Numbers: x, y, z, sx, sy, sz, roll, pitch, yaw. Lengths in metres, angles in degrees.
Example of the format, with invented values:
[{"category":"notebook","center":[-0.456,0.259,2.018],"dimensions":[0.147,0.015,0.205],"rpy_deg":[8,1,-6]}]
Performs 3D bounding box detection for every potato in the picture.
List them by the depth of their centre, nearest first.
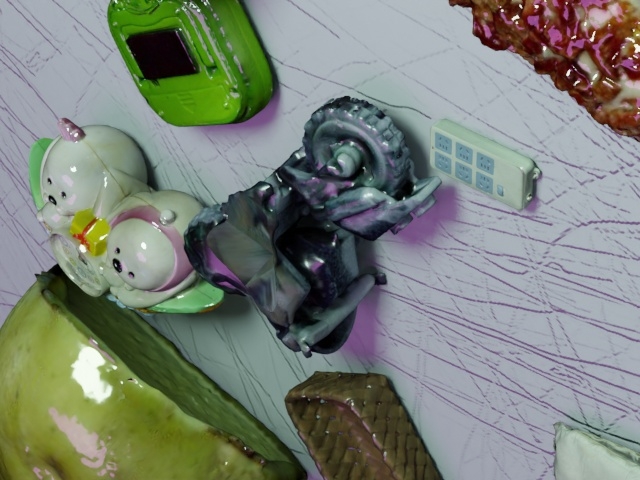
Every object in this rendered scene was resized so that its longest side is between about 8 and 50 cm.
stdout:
[{"category":"potato","center":[-0.207,0.179,1.592],"dimensions":[0.330,0.213,0.280],"rpy_deg":[40,-179,13]}]

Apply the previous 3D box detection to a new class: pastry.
[{"category":"pastry","center":[0.148,-0.145,1.059],"dimensions":[0.208,0.097,0.115],"rpy_deg":[42,136,14]}]

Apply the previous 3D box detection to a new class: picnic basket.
[{"category":"picnic basket","center":[0.051,0.194,1.544],"dimensions":[0.110,0.055,0.193],"rpy_deg":[-4,120,50]}]

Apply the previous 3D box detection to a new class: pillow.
[{"category":"pillow","center":[0.239,0.245,1.381],"dimensions":[0.128,0.051,0.229],"rpy_deg":[26,140,43]}]

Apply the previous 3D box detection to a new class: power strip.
[{"category":"power strip","center":[0.113,-0.054,1.257],"dimensions":[0.090,0.016,0.040],"rpy_deg":[28,141,29]}]

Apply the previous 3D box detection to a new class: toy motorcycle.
[{"category":"toy motorcycle","center":[0.000,0.000,1.365],"dimensions":[0.159,0.106,0.270],"rpy_deg":[50,140,-5]}]

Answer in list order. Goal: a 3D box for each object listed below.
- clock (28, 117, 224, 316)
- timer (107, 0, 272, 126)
[{"category":"clock","center":[-0.169,-0.017,1.546],"dimensions":[0.231,0.103,0.144],"rpy_deg":[40,154,16]},{"category":"timer","center":[-0.104,-0.147,1.388],"dimensions":[0.140,0.047,0.128],"rpy_deg":[1,123,49]}]
